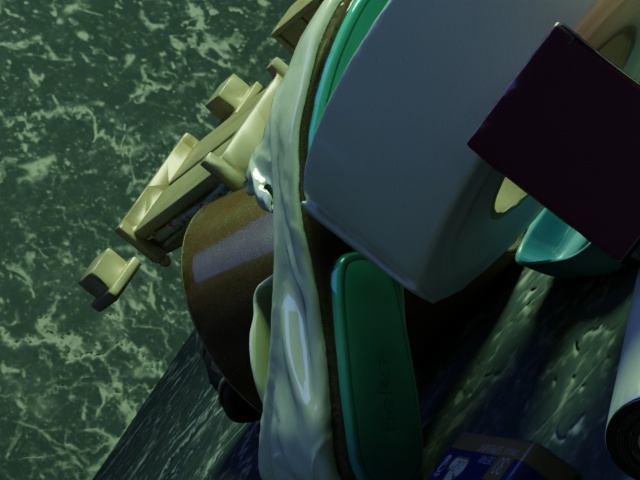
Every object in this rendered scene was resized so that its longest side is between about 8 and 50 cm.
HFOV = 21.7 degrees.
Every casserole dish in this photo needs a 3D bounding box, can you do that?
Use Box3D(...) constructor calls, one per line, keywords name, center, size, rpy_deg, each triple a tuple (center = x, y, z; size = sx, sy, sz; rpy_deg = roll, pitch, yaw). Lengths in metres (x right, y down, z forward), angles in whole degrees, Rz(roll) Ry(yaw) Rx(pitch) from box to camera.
Box3D(name="casserole dish", center=(0.192, -0.021, 1.118), size=(0.114, 0.037, 0.188), rpy_deg=(-55, 7, -9))

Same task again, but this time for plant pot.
Box3D(name="plant pot", center=(0.044, 0.011, 1.345), size=(0.230, 0.215, 0.215), rpy_deg=(-31, 19, 32))

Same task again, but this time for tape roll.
Box3D(name="tape roll", center=(0.115, -0.099, 1.054), size=(0.286, 0.100, 0.286), rpy_deg=(-47, -15, -17))

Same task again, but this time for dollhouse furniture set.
Box3D(name="dollhouse furniture set", center=(-0.013, -0.072, 1.527), size=(0.303, 0.174, 0.355), rpy_deg=(-32, 22, 55))

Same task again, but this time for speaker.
Box3D(name="speaker", center=(0.173, 0.056, 0.809), size=(0.055, 0.055, 0.136), rpy_deg=(-48, 9, 35))

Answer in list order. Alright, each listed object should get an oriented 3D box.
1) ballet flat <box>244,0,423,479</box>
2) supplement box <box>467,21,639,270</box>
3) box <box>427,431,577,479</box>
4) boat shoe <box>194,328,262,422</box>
Box3D(name="ballet flat", center=(0.000, 0.000, 1.208), size=(0.139, 0.139, 0.400), rpy_deg=(145, 129, -67))
Box3D(name="supplement box", center=(0.160, -0.043, 0.917), size=(0.081, 0.104, 0.188), rpy_deg=(-53, -16, 8))
Box3D(name="box", center=(0.050, 0.210, 0.939), size=(0.225, 0.036, 0.136), rpy_deg=(-56, 8, -10))
Box3D(name="boat shoe", center=(-0.027, 0.083, 1.673), size=(0.355, 0.132, 0.130), rpy_deg=(121, 138, -59))
